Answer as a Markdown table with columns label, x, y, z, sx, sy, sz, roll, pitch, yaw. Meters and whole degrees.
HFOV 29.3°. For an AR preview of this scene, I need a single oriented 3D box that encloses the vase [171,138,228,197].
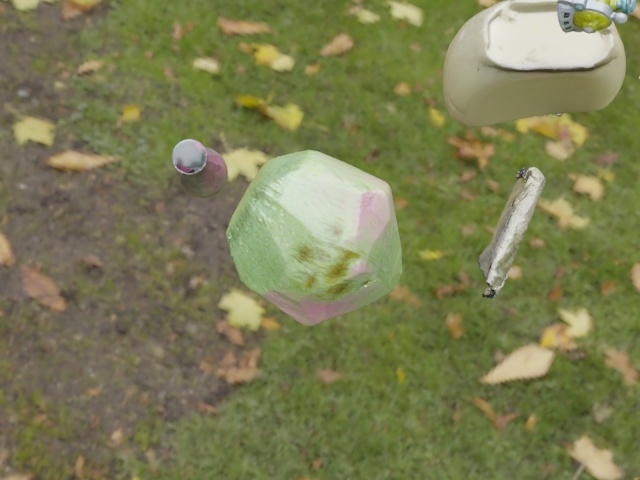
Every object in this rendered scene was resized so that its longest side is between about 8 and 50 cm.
| label | x | y | z | sx | sy | sz | roll | pitch | yaw |
| --- | --- | --- | --- | --- | --- | --- | --- | --- | --- |
| vase | -0.203 | -0.123 | 2.004 | 0.086 | 0.086 | 0.214 | 26 | -4 | 2 |

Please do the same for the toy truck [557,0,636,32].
| label | x | y | z | sx | sy | sz | roll | pitch | yaw |
| --- | --- | --- | --- | --- | --- | --- | --- | --- | --- |
| toy truck | 0.267 | -0.247 | 1.162 | 0.077 | 0.111 | 0.076 | 10 | -15 | 27 |

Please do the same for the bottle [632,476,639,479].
| label | x | y | z | sx | sy | sz | roll | pitch | yaw |
| --- | --- | --- | --- | --- | --- | --- | --- | --- | --- |
| bottle | 0.311 | 0.364 | 1.398 | 0.351 | 0.171 | 0.171 | -9 | 41 | -29 |

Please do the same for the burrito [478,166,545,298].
| label | x | y | z | sx | sy | sz | roll | pitch | yaw |
| --- | --- | --- | --- | --- | --- | --- | --- | --- | --- |
| burrito | 0.231 | -0.012 | 1.490 | 0.042 | 0.171 | 0.051 | 26 | -10 | 2 |

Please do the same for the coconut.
| label | x | y | z | sx | sy | sz | roll | pitch | yaw |
| --- | --- | --- | --- | --- | --- | --- | --- | --- | --- |
| coconut | 0.000 | 0.000 | 1.591 | 0.236 | 0.236 | 0.204 | 22 | 2 | -4 |

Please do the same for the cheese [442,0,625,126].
| label | x | y | z | sx | sy | sz | roll | pitch | yaw |
| --- | --- | --- | --- | --- | --- | --- | --- | --- | --- |
| cheese | 0.312 | -0.253 | 1.794 | 0.266 | 0.233 | 0.127 | -3 | 68 | 0 |

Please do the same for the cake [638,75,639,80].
| label | x | y | z | sx | sy | sz | roll | pitch | yaw |
| --- | --- | --- | --- | --- | --- | --- | --- | --- | --- |
| cake | 0.476 | -0.229 | 1.452 | 0.098 | 0.135 | 0.287 | -5 | 25 | 47 |
